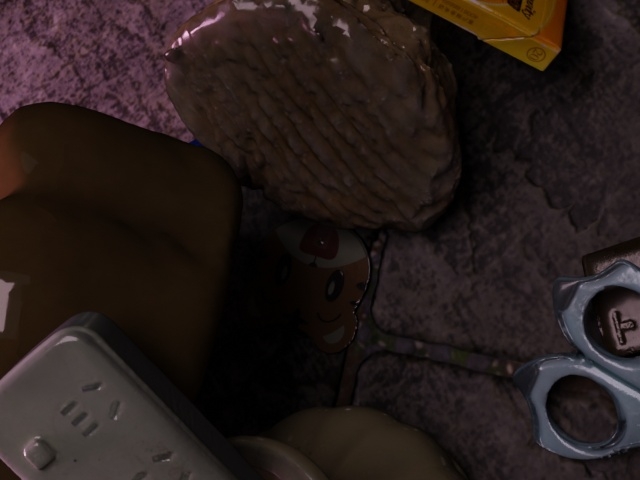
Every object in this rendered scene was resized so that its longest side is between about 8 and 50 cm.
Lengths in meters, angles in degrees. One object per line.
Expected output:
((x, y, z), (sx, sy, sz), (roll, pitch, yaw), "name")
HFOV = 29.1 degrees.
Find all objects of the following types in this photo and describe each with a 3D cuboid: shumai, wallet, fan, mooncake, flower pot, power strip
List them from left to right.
((-0.267, 0.094, 1.171), (0.467, 0.262, 0.467), (-55, 19, 30), "mooncake")
((-0.155, 0.203, 0.940), (0.194, 0.059, 0.265), (-40, 99, 16), "power strip")
((-0.017, 0.288, 1.097), (0.307, 0.244, 0.307), (-9, 72, 27), "flower pot")
((0.000, 0.000, 1.298), (0.153, 0.008, 0.226), (17, 86, 32), "fan")
((0.033, -0.174, 1.249), (0.314, 0.262, 0.267), (40, 136, -7), "shumai")
((0.338, 0.033, 1.089), (0.198, 0.031, 0.110), (-20, 69, 24), "wallet")

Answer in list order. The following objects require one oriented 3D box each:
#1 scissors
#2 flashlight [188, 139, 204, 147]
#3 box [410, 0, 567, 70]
((0.333, 0.162, 1.043), (0.360, 0.029, 0.191), (31, 110, 27), "scissors")
((-0.149, -0.089, 1.379), (0.121, 0.035, 0.057), (-30, 34, 1), "flashlight")
((0.111, -0.276, 1.155), (0.043, 0.269, 0.152), (-52, 18, 50), "box")
